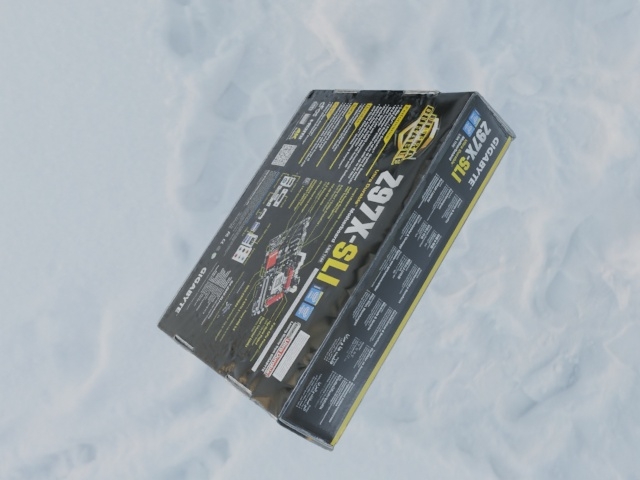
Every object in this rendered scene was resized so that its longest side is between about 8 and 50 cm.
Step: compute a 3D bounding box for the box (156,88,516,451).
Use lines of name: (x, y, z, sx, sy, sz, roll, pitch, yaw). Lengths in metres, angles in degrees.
box: (0.000, 0.000, 0.673, 0.257, 0.079, 0.322, 18, 73, 52)
